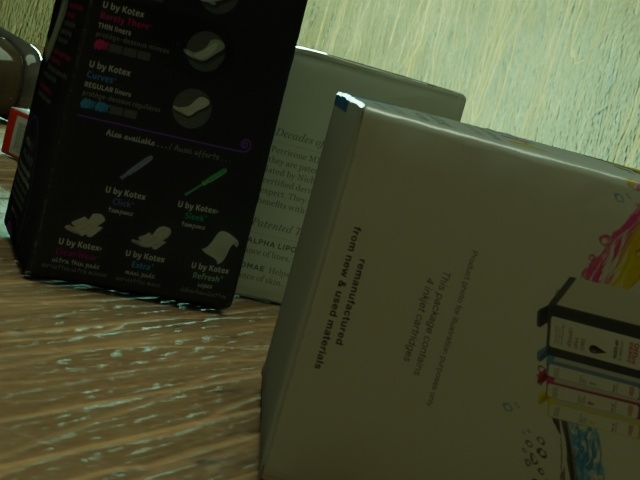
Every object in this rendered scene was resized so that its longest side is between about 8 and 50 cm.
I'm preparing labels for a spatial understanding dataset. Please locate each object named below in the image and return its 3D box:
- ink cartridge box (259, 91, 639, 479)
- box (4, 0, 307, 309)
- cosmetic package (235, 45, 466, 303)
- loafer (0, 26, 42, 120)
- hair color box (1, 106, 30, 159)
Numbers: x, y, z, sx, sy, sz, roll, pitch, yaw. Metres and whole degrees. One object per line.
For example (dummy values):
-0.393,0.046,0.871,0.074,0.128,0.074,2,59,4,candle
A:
0.103,0.040,0.631,0.233,0.168,0.171,15,7,-5,ink cartridge box
-0.113,-0.109,0.904,0.143,0.270,0.165,11,9,-21,box
-0.002,-0.050,1.017,0.152,0.183,0.151,12,8,-18,cosmetic package
-0.501,-0.256,1.721,0.130,0.133,0.366,7,11,-45,loafer
-0.237,-0.095,1.384,0.167,0.053,0.093,9,8,-41,hair color box
